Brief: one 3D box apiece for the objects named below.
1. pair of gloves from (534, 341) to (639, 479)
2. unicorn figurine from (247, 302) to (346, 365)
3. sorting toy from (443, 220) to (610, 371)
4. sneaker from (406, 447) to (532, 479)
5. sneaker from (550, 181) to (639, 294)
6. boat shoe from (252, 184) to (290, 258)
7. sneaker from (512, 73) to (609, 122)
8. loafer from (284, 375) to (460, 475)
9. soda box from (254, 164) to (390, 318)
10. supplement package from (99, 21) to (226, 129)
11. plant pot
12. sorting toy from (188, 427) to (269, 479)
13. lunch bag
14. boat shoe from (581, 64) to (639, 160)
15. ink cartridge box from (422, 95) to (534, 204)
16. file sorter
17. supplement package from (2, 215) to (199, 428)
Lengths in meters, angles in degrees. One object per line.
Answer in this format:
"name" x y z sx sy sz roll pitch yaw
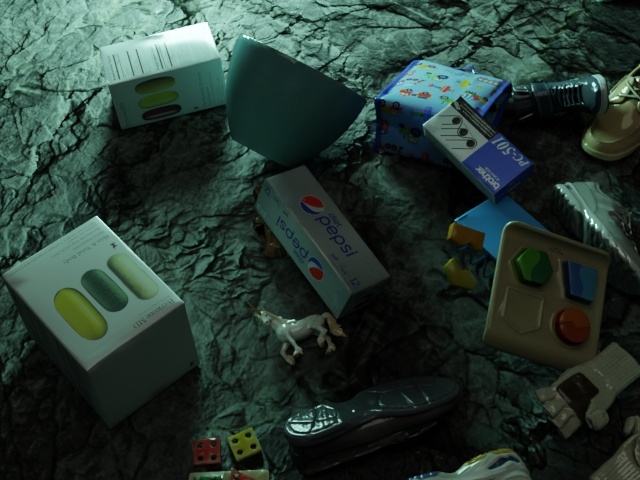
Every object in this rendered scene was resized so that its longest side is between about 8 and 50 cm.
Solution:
"pair of gloves" 0.491 0.298 1.599 0.204 0.042 0.240 -26 64 -18
"unicorn figurine" -0.044 0.164 1.751 0.162 0.060 0.111 -5 49 -21
"sorting toy" 0.355 0.085 1.681 0.307 0.041 0.229 18 74 -12
"sneaker" 0.200 0.424 1.489 0.297 0.111 0.131 -19 53 -11
"sneaker" 0.549 -0.022 1.828 0.115 0.105 0.281 -18 52 -11
"boat shoe" -0.104 -0.037 1.905 0.060 0.064 0.178 -16 55 -12
"sneaker" 0.488 -0.289 2.007 0.164 0.086 0.226 -9 8 -5
"loafer" 0.089 0.306 1.619 0.303 0.095 0.109 -14 22 -13
"soda box" 0.000 0.000 1.806 0.098 0.091 0.286 -23 64 -33
"supplement package" -0.341 -0.359 2.128 0.244 0.139 0.133 -16 51 -8
"plant pot" -0.077 -0.263 1.980 0.290 0.290 0.195 29 95 24
"sorting toy" -0.149 0.416 1.556 0.132 0.046 0.274 -3 51 1
"lunch bag" 0.269 -0.298 2.065 0.221 0.138 0.293 16 45 19
"boat shoe" 0.658 -0.297 2.039 0.122 0.110 0.341 30 59 24
"ink cartridge box" 0.297 -0.173 1.842 0.097 0.046 0.207 -38 64 -6
"file sorter" 0.347 0.017 1.809 0.118 0.104 0.170 -31 56 -19
"supplement package" -0.376 0.139 1.693 0.199 0.198 0.263 -36 58 -23
